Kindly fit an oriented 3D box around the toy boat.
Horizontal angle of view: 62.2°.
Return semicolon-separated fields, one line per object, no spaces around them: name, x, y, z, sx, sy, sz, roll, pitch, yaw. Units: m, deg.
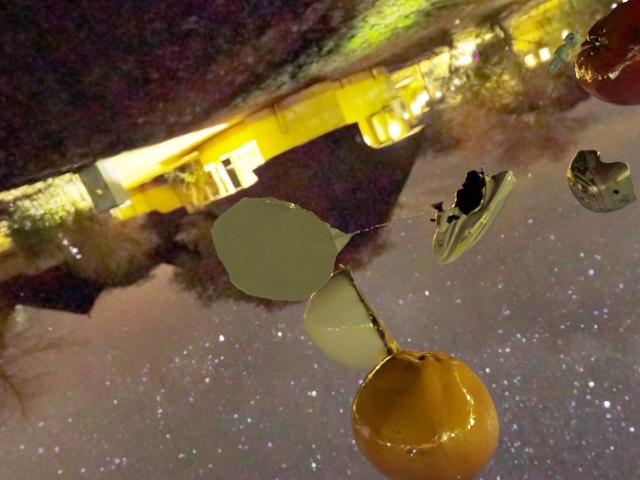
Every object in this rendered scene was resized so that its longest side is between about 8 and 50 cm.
toy boat;0.348;-0.070;1.266;0.269;0.141;0.140;-43;-165;-19

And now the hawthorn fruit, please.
hawthorn fruit;0.563;-0.320;0.925;0.200;0.179;0.179;9;-172;-5

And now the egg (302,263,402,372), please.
egg;0.068;0.217;1.287;0.174;0.286;0.264;-32;-151;4

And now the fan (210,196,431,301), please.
fan;0.000;-0.001;0.721;0.309;0.182;0.010;-13;-150;18

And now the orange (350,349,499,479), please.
orange;0.112;0.187;0.577;0.158;0.136;0.159;2;-176;0

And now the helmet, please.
helmet;0.662;-0.130;1.282;0.107;0.153;0.177;-47;-141;4

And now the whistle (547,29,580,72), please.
whistle;0.546;-0.424;1.190;0.100;0.035;0.035;-59;178;19
